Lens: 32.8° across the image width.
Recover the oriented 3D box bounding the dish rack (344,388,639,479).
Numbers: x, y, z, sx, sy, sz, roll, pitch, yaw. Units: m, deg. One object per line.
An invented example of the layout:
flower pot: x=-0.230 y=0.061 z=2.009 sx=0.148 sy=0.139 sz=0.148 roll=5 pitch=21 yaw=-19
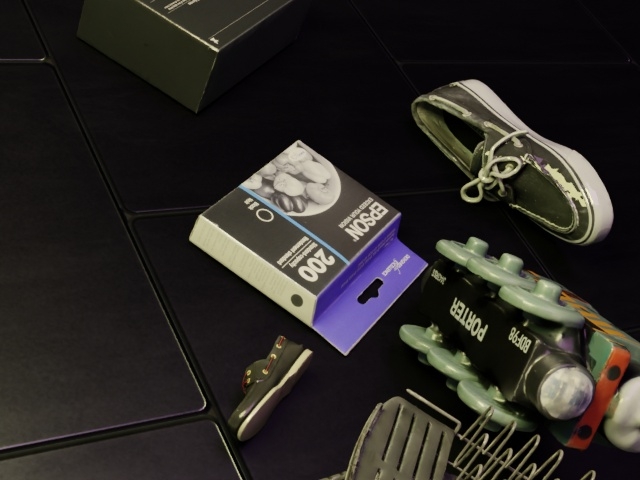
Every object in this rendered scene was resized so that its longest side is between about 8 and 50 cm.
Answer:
dish rack: x=0.150 y=0.217 z=0.821 sx=0.271 sy=0.074 sz=0.208 roll=32 pitch=30 yaw=-2

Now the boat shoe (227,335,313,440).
boat shoe: x=-0.053 y=0.136 z=1.002 sx=0.042 sy=0.049 sz=0.133 roll=28 pitch=38 yaw=10

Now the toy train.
toy train: x=0.204 y=0.097 z=1.033 sx=0.190 sy=0.142 sz=0.334 roll=19 pitch=8 yaw=-16

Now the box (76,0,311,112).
box: x=-0.147 y=-0.290 z=1.358 sx=0.184 sy=0.103 sz=0.261 roll=31 pitch=40 yaw=10

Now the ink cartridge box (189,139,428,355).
ink cartridge box: x=0.000 y=0.000 z=1.176 sx=0.208 sy=0.045 sz=0.206 roll=36 pitch=40 yaw=9

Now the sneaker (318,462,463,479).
sneaker: x=0.103 y=0.274 z=0.879 sx=0.330 sy=0.122 sz=0.146 roll=9 pitch=41 yaw=-20

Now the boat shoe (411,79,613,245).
boat shoe: x=0.228 y=-0.096 z=1.350 sx=0.105 sy=0.113 sz=0.306 roll=-16 pitch=53 yaw=-32
